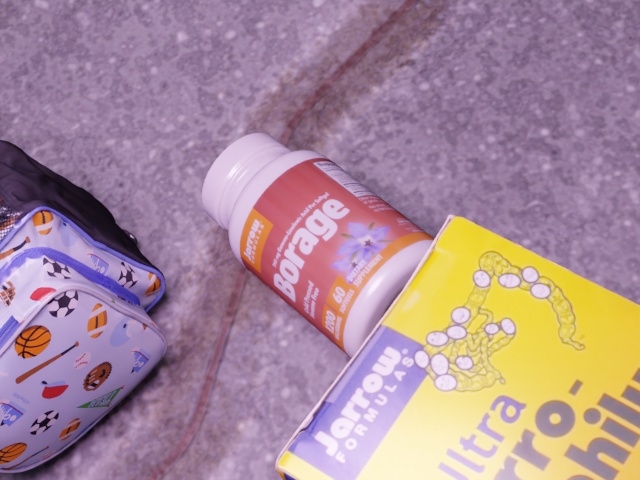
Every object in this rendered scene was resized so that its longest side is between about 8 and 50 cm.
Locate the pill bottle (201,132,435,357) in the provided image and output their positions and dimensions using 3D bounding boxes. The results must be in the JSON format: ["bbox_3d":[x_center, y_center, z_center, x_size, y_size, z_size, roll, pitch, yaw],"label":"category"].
[{"bbox_3d":[0.000,0.000,1.225,0.121,0.121,0.216,-45,59,-12],"label":"pill bottle"}]

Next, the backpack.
[{"bbox_3d":[-0.279,0.076,1.196,0.263,0.276,0.213,-40,56,6],"label":"backpack"}]

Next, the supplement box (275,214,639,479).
[{"bbox_3d":[0.141,0.179,0.940,0.195,0.356,0.194,27,72,28],"label":"supplement box"}]
